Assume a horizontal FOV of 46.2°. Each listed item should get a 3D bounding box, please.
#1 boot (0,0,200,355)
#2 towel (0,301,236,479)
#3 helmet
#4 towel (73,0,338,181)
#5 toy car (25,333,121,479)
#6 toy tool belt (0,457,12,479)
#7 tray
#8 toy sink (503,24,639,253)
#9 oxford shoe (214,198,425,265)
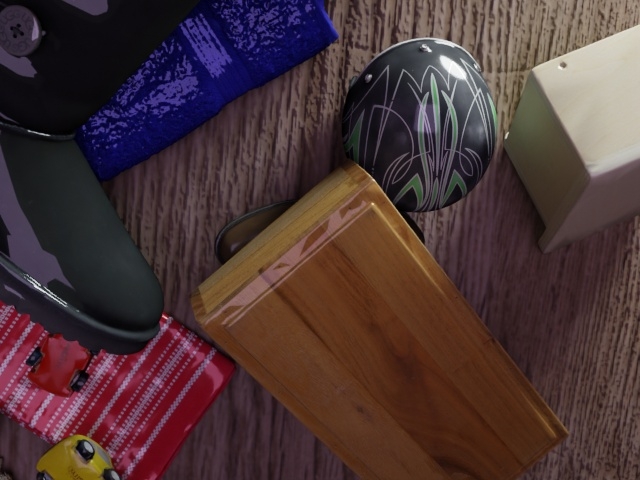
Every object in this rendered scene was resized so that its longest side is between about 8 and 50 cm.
[{"bbox_3d":[-0.169,-0.160,0.660,0.367,0.146,0.445,40,98,-16],"label":"boot"},{"bbox_3d":[-0.254,0.141,0.823,0.275,0.031,0.199,37,93,-10],"label":"towel"},{"bbox_3d":[0.098,-0.112,0.753,0.169,0.161,0.170,-1,99,-6],"label":"helmet"},{"bbox_3d":[-0.159,-0.226,0.751,0.308,0.076,0.228,-32,100,0],"label":"towel"},{"bbox_3d":[-0.321,0.184,0.779,0.224,0.053,0.239,-5,98,-5],"label":"toy car"},{"bbox_3d":[-0.380,0.281,0.827,0.083,0.052,0.051,-31,70,-4],"label":"toy tool belt"},{"bbox_3d":[0.079,0.136,0.776,0.203,0.076,0.411,-40,119,1],"label":"tray"},{"bbox_3d":[0.289,-0.102,0.779,0.152,0.234,0.131,-22,71,-1],"label":"toy sink"},{"bbox_3d":[0.000,0.000,0.796,0.227,0.096,0.083,-6,101,-4],"label":"oxford shoe"}]
